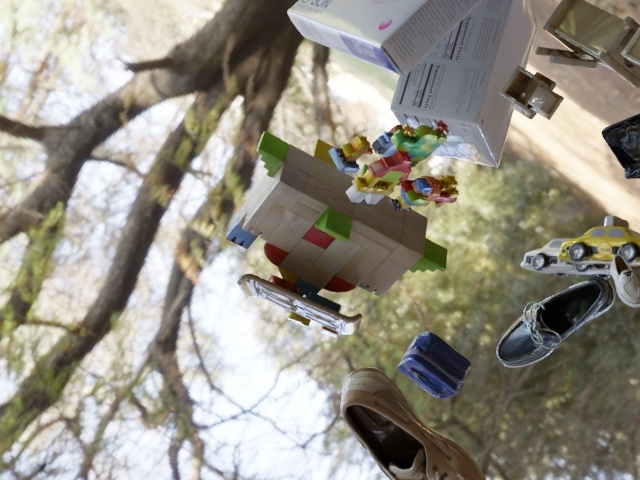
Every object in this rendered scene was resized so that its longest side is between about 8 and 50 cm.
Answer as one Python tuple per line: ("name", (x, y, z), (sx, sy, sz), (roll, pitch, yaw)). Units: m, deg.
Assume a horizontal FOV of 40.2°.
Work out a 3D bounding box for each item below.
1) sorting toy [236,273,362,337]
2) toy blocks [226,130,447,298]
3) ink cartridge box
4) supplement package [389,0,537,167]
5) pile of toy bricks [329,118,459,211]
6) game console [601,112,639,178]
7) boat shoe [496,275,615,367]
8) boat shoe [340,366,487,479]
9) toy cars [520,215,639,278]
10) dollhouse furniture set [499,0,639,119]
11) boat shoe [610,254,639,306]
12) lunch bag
("sorting toy", (-0.033, 0.124, 1.661), (0.229, 0.041, 0.307), (19, 169, 5))
("toy blocks", (0.000, 0.000, 1.581), (0.381, 0.261, 0.191), (27, -134, -15))
("ink cartridge box", (0.142, -0.399, 1.268), (0.071, 0.330, 0.324), (47, 176, -32))
("supplement package", (0.238, -0.281, 1.408), (0.145, 0.262, 0.204), (14, 171, 23))
("pile of toy bricks", (0.114, -0.109, 1.083), (0.212, 0.105, 0.118), (2, -127, -50))
("game console", (0.454, -0.128, 1.147), (0.107, 0.071, 0.122), (-2, 170, -29))
("boat shoe", (0.427, 0.153, 1.617), (0.079, 0.254, 0.095), (15, -133, -57))
("boat shoe", (0.151, 0.362, 1.423), (0.341, 0.121, 0.110), (45, -158, -7))
("toy cars", (0.511, 0.014, 1.640), (0.176, 0.087, 0.394), (8, 173, -4))
("dollhouse furniture set", (0.345, -0.189, 1.077), (0.101, 0.161, 0.182), (21, -160, -40))
("boat shoe", (0.498, 0.063, 1.419), (0.100, 0.035, 0.035), (-94, -5, -46))
("lunch bag", (0.168, 0.190, 1.287), (0.098, 0.065, 0.067), (38, 154, -1))
